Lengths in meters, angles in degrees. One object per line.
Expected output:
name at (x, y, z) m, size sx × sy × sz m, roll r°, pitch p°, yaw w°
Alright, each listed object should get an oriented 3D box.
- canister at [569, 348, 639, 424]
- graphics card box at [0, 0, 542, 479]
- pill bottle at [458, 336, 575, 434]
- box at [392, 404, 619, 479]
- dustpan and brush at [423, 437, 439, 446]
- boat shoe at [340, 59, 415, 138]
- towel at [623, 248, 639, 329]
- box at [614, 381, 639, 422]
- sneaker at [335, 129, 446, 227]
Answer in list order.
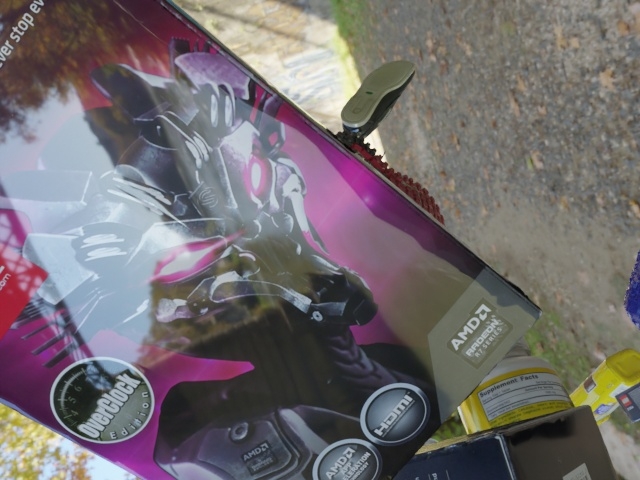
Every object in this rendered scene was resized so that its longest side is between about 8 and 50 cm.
canister at (0.553, 0.294, 1.181) m, size 0.073 × 0.126 × 0.170 m, roll 53°, pitch 136°, yaw 33°
graphics card box at (-0.081, 0.013, 0.361) m, size 0.371 × 0.233 × 0.094 m, roll 38°, pitch -172°, yaw -18°
pill bottle at (0.348, 0.323, 1.036) m, size 0.188 × 0.187 × 0.334 m, roll 70°, pitch -176°, yaw -49°
box at (0.129, 0.308, 0.635) m, size 0.343 × 0.312 × 0.179 m, roll 15°, pitch -124°, yaw -53°
dustpan and brush at (0.129, 0.429, 1.148) m, size 0.060 × 0.147 × 0.211 m, roll 43°, pitch -165°, yaw 33°
boat shoe at (0.126, -0.305, 1.306) m, size 0.084 × 0.233 × 0.079 m, roll 27°, pitch 155°, yaw 30°
towel at (0.362, -0.030, 0.422) m, size 0.227 × 0.076 × 0.309 m, roll -134°, pitch 51°, yaw -57°
box at (0.427, 0.130, 0.654) m, size 0.036 × 0.114 × 0.207 m, roll 62°, pitch 154°, yaw 25°
sneaker at (0.116, -0.075, 1.128) m, size 0.299 × 0.112 × 0.121 m, roll 40°, pitch -146°, yaw -9°
